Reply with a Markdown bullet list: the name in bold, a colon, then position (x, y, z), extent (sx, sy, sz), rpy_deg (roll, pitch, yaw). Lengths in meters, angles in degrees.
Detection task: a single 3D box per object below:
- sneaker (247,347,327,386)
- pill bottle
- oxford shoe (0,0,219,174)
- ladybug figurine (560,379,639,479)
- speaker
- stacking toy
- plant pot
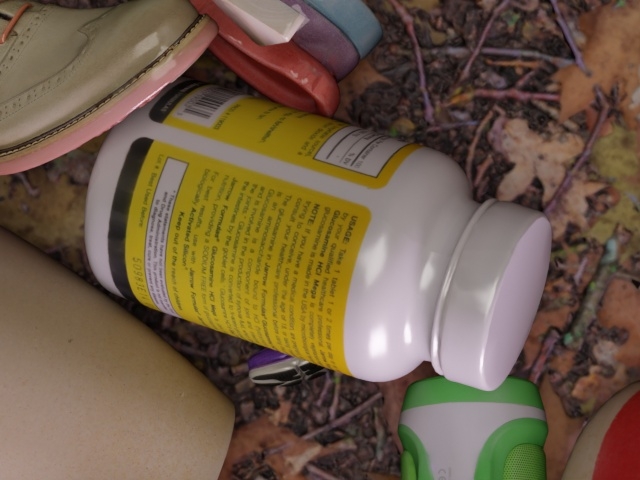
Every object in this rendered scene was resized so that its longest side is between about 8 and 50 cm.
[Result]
- **sneaker**: position (0.008, 0.064, 1.526), extent (0.170, 0.068, 0.071), rpy_deg (-34, 73, -4)
- **pill bottle**: position (0.000, 0.000, 1.416), extent (0.334, 0.188, 0.188), rpy_deg (18, 93, 20)
- **oxford shoe**: position (-0.263, -0.137, 1.418), extent (0.397, 0.140, 0.146), rpy_deg (-14, 115, 30)
- **ladybug figurine**: position (0.341, 0.305, 1.406), extent (0.305, 0.162, 0.449), rpy_deg (-19, 88, -20)
- **speaker**: position (0.124, 0.262, 1.450), extent (0.131, 0.131, 0.296), rpy_deg (-1, 76, 5)
- **stacking toy**: position (-0.082, -0.241, 1.420), extent (0.309, 0.279, 0.130), rpy_deg (35, 83, 5)
- **plant pot**: position (-0.218, 0.137, 1.468), extent (0.274, 0.256, 0.256), rpy_deg (23, 93, -13)
